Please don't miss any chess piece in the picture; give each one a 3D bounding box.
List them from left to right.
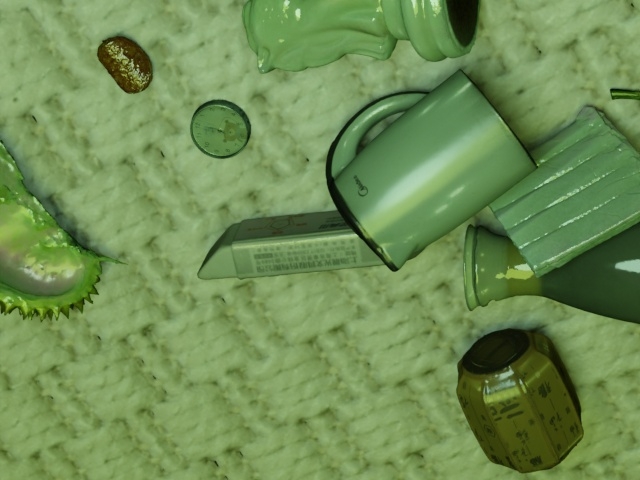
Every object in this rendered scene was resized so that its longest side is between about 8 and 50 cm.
[{"bbox_3d":[0.037,-0.300,1.614,0.298,0.176,0.176,-2,119,24],"label":"chess piece"}]

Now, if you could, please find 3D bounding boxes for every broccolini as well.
[{"bbox_3d":[0.441,-0.181,1.672,0.140,0.035,0.030,5,116,7],"label":"broccolini"}]

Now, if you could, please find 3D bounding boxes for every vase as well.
[{"bbox_3d":[0.356,0.035,1.735,0.321,0.173,0.173,-2,119,13],"label":"vase"}]

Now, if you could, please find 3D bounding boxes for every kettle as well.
[{"bbox_3d":[0.122,-0.102,1.678,0.236,0.221,0.161,-39,149,8],"label":"kettle"}]

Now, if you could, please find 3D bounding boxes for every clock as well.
[{"bbox_3d":[-0.137,-0.151,1.779,0.085,0.017,0.085,4,119,6],"label":"clock"}]

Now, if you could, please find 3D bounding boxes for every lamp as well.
[{"bbox_3d":[0.283,0.228,1.856,0.161,0.161,0.185,-17,115,17],"label":"lamp"}]

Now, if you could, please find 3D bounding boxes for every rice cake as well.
[{"bbox_3d":[0.320,-0.063,1.678,0.198,0.189,0.037,-37,148,9],"label":"rice cake"}]

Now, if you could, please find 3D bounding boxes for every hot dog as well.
[{"bbox_3d":[-0.261,-0.235,1.739,0.058,0.035,0.083,-29,112,22],"label":"hot dog"}]

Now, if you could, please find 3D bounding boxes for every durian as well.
[{"bbox_3d":[-0.453,-0.024,1.823,0.169,0.158,0.352,-37,105,12],"label":"durian"}]

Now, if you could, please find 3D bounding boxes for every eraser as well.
[{"bbox_3d":[0.000,0.000,1.804,0.352,0.089,0.061,-5,114,11],"label":"eraser"}]
